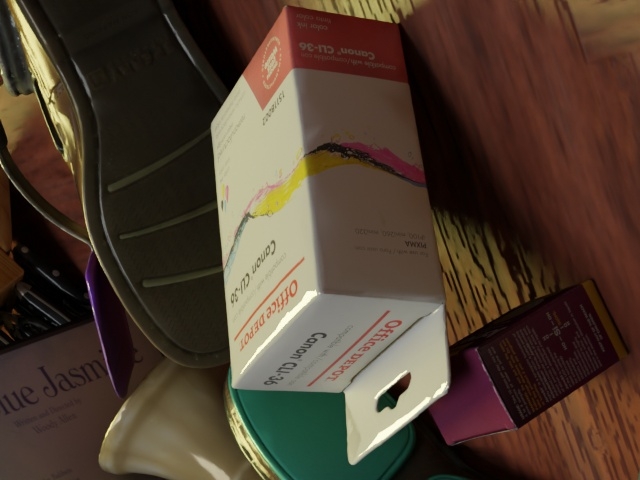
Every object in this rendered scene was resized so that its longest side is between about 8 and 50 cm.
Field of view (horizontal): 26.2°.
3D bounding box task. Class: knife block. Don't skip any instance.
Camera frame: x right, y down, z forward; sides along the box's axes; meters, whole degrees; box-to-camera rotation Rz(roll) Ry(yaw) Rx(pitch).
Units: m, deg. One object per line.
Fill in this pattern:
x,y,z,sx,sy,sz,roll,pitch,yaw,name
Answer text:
-0.307,0.052,1.046,0.088,0.276,0.242,123,145,-51,knife block

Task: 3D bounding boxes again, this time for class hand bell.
-0.010,0.173,0.867,0.242,0.126,0.126,39,139,15,hand bell

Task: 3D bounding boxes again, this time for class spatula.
-0.171,-0.038,0.809,0.084,0.030,0.296,-94,-22,-69,spatula

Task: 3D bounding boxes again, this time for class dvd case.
-0.131,0.164,0.930,0.253,0.180,0.022,52,133,17,dvd case

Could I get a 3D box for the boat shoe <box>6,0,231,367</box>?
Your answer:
-0.108,-0.075,0.827,0.104,0.111,0.307,-171,63,-78,boat shoe

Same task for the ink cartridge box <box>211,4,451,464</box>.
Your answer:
0.000,0.000,0.677,0.115,0.067,0.198,130,139,-53,ink cartridge box

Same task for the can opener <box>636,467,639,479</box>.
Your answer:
0.180,0.073,0.557,0.093,0.074,0.280,37,138,32,can opener

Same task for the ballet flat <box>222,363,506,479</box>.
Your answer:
0.048,0.156,0.774,0.280,0.095,0.096,32,146,38,ballet flat

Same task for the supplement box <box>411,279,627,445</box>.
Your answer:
0.094,0.058,0.651,0.055,0.083,0.043,-26,90,55,supplement box

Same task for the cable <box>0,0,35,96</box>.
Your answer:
-0.232,-0.185,0.867,0.287,0.072,0.139,90,158,-67,cable
